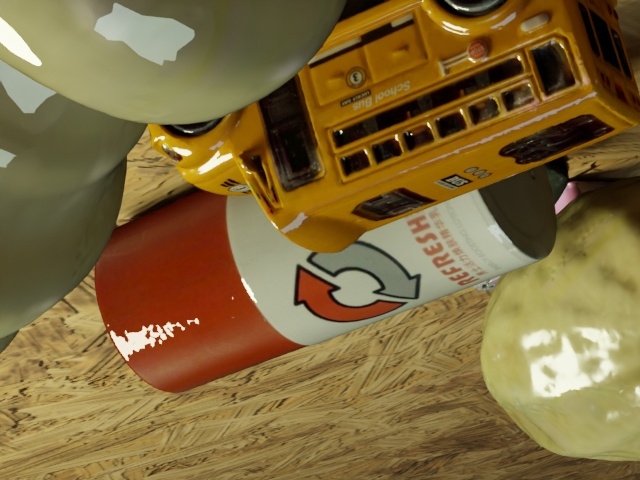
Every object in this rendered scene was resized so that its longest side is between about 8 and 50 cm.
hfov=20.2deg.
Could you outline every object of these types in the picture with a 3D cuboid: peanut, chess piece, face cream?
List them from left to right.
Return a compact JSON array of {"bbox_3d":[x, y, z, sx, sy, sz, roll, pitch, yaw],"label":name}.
[{"bbox_3d":[-0.068,-0.082,0.478,0.167,0.167,0.300,3,150,-48],"label":"chess piece"},{"bbox_3d":[0.000,0.000,0.882,0.214,0.096,0.096,-22,163,27],"label":"face cream"},{"bbox_3d":[0.155,0.043,0.937,0.159,0.143,0.291,-6,178,-4],"label":"peanut"}]

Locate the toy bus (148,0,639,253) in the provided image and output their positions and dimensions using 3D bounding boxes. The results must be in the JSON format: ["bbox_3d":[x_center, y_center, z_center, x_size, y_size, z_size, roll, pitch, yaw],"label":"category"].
[{"bbox_3d":[0.028,-0.053,0.736,0.194,0.088,0.083,-22,164,23],"label":"toy bus"}]

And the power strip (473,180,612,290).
[{"bbox_3d":[0.214,-0.001,1.176,0.279,0.037,0.109,0,157,-42],"label":"power strip"}]

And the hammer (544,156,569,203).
[{"bbox_3d":[0.012,0.002,1.020,0.288,0.033,0.111,-23,161,29],"label":"hammer"}]
